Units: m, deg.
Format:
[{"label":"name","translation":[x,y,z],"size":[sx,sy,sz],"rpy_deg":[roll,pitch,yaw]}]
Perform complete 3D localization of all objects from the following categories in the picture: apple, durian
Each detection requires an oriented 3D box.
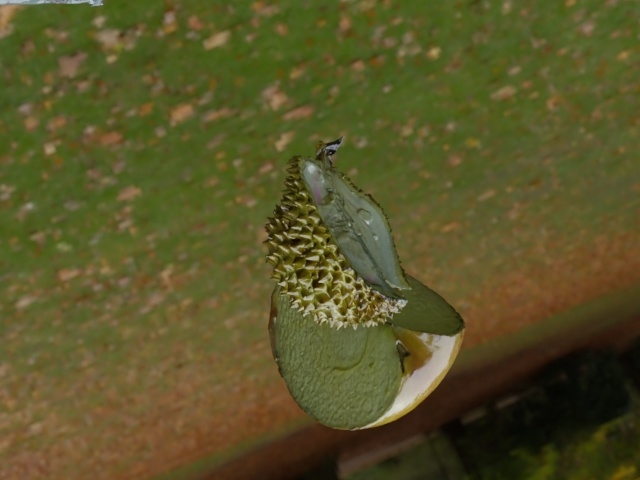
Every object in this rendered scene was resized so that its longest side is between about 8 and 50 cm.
[{"label":"apple","translation":[0.055,0.127,1.993],"size":[0.254,0.346,0.179],"rpy_deg":[-35,130,-16]},{"label":"durian","translation":[0.000,0.000,1.675],"size":[0.138,0.237,0.193],"rpy_deg":[-32,145,31]}]

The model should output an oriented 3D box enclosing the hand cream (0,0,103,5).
[{"label":"hand cream","translation":[-0.313,-0.254,1.281],"size":[0.248,0.052,0.075],"rpy_deg":[-10,120,-41]}]
